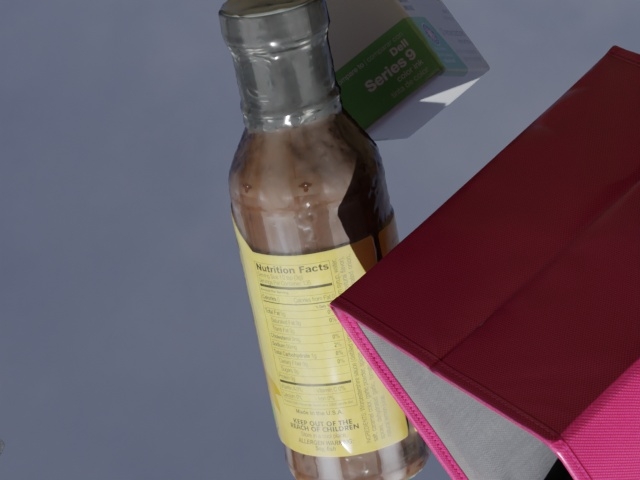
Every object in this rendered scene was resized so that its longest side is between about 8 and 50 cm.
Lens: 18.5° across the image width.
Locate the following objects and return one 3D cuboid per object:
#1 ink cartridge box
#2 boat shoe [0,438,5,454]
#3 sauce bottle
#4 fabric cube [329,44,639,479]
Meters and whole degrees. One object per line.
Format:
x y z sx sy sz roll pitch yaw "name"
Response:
0.016 -0.183 1.459 0.212 0.093 0.154 53 -163 8 "ink cartridge box"
-0.316 0.154 1.479 0.078 0.070 0.219 30 166 -39 "boat shoe"
0.000 0.000 1.317 0.111 0.344 0.111 -8 -159 3 "sauce bottle"
0.215 0.077 1.207 0.258 0.254 0.259 -41 -148 -12 "fabric cube"
